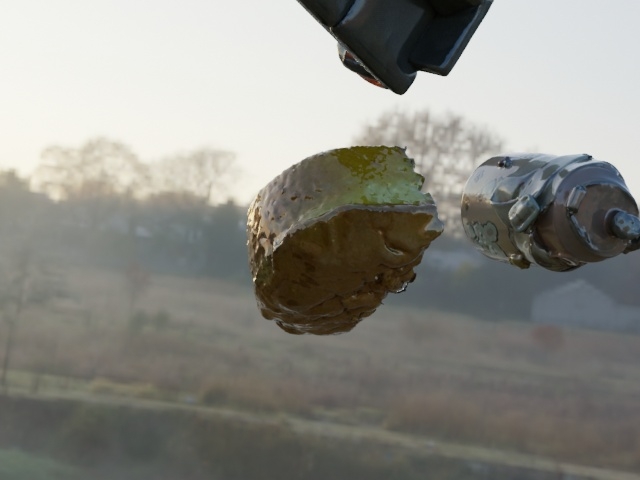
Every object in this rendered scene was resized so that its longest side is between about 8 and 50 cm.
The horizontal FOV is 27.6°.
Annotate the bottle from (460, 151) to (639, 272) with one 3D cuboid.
[{"bbox_3d":[0.176,-0.022,0.981,0.099,0.099,0.152,10,2,-22],"label":"bottle"}]

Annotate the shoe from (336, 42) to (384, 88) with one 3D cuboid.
[{"bbox_3d":[0.067,-0.254,1.338,0.132,0.171,0.336,19,-18,8],"label":"shoe"}]

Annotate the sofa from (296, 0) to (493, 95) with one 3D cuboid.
[{"bbox_3d":[0.037,-0.160,0.793,0.147,0.085,0.060,41,-12,-36],"label":"sofa"}]

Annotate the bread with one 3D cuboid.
[{"bbox_3d":[0.000,0.000,1.288,0.140,0.143,0.229,9,-41,-31],"label":"bread"}]
